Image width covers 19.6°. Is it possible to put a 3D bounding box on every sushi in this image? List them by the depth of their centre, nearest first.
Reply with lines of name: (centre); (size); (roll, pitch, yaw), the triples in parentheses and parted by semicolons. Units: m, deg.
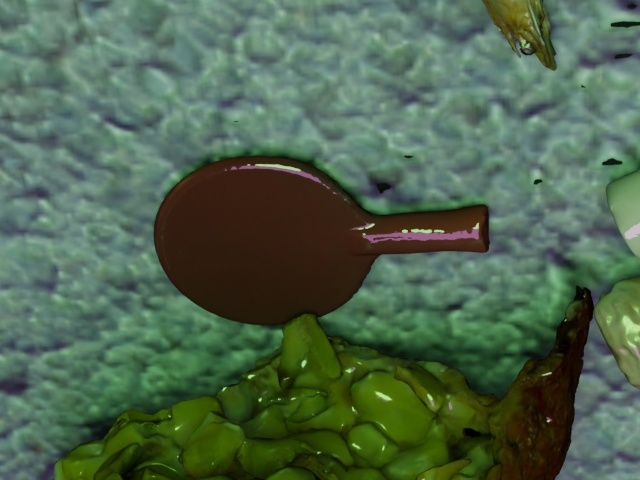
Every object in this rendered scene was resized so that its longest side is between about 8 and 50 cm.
sushi: (-0.016, 0.120, 0.835); (0.296, 0.167, 0.179); (-9, 129, 11)

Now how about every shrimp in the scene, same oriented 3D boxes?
shrimp: (0.088, -0.119, 0.750); (0.059, 0.023, 0.108); (-24, 123, 10)

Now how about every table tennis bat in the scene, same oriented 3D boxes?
table tennis bat: (0.000, 0.000, 0.845); (0.154, 0.019, 0.098); (-4, 128, 9)

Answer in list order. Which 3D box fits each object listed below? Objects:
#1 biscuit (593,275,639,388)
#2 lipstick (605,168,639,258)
biscuit: (0.230, 0.008, 0.813); (0.219, 0.055, 0.061); (-24, 118, 18)
lipstick: (0.189, -0.034, 0.794); (0.130, 0.038, 0.038); (-25, 121, 21)
